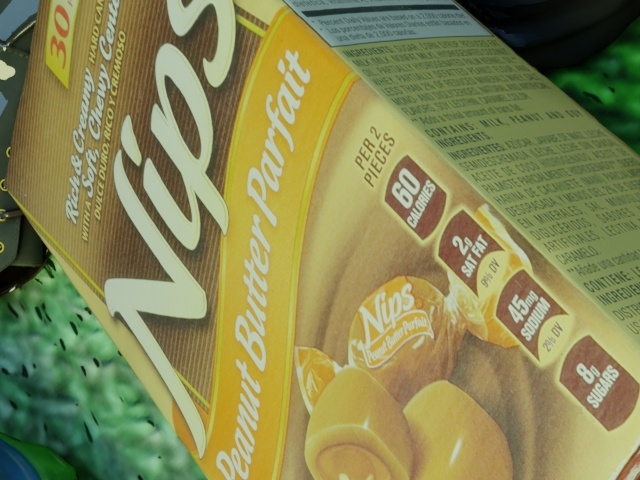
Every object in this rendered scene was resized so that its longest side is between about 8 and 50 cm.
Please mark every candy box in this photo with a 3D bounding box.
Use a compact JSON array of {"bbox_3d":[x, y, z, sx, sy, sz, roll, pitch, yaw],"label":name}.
[{"bbox_3d":[0.000,0.000,0.445,0.316,0.087,0.183,48,132,32],"label":"candy box"}]

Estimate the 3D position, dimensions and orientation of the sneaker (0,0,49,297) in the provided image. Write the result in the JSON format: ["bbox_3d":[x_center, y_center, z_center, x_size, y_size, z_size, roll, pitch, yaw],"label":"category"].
[{"bbox_3d":[-0.140,-0.059,0.598,0.222,0.083,0.118,-38,81,13],"label":"sneaker"}]

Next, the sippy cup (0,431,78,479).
[{"bbox_3d":[-0.238,0.151,0.476,0.305,0.224,0.240,-37,45,11],"label":"sippy cup"}]

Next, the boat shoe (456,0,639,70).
[{"bbox_3d":[0.042,-0.246,0.498,0.127,0.158,0.341,-26,72,17],"label":"boat shoe"}]
